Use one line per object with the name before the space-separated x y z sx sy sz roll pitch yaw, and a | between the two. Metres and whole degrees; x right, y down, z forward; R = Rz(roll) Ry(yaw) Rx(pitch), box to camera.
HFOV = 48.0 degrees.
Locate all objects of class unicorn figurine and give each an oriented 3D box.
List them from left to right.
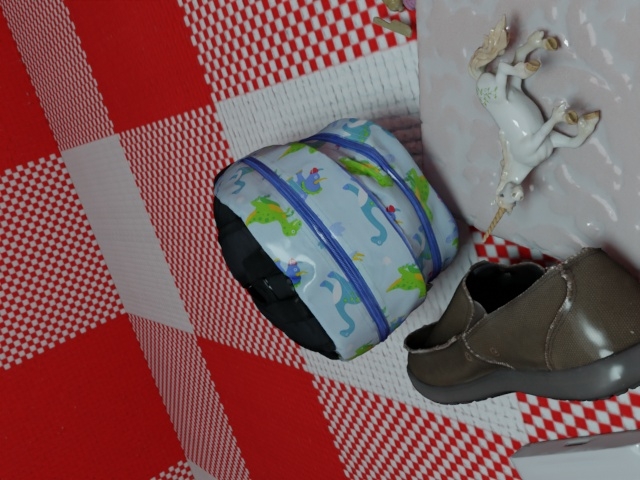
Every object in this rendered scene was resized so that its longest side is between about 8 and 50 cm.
unicorn figurine | 0.168 -0.094 0.597 0.111 0.060 0.162 -34 67 59

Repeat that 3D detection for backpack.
backpack | 0.000 0.000 0.820 0.290 0.273 0.355 59 -173 -2

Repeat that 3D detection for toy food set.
toy food set | 0.087 -0.272 0.720 0.078 0.019 0.122 36 133 38

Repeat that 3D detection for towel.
towel | 0.214 -0.122 0.604 0.331 0.053 0.317 27 133 46

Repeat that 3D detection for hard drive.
hard drive | 0.351 0.355 0.768 0.308 0.040 0.203 60 150 5

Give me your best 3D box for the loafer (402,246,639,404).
loafer | 0.189 0.077 0.711 0.130 0.133 0.366 67 154 3
